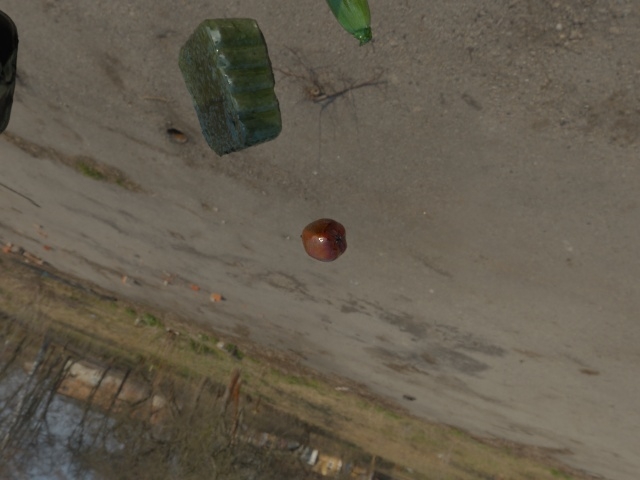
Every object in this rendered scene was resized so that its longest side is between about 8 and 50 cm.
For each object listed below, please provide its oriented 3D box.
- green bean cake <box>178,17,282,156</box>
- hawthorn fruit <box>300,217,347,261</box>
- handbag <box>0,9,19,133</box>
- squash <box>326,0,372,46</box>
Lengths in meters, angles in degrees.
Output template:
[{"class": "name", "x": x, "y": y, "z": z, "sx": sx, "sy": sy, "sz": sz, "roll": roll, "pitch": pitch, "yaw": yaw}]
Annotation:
[{"class": "green bean cake", "x": -0.141, "y": -0.232, "z": 0.713, "sx": 0.183, "sy": 0.094, "sz": 0.184, "roll": 8, "pitch": 113, "yaw": 59}, {"class": "hawthorn fruit", "x": 0.000, "y": 0.000, "z": 0.839, "sx": 0.093, "sy": 0.081, "sz": 0.081, "roll": -1, "pitch": 148, "yaw": 42}, {"class": "handbag", "x": -0.448, "y": -0.171, "z": 0.264, "sx": 0.317, "sy": 0.180, "sz": 0.416, "roll": 15, "pitch": -173, "yaw": -8}, {"class": "squash", "x": 0.037, "y": -0.726, "z": 1.238, "sx": 0.107, "sy": 0.107, "sz": 0.394, "roll": -13, "pitch": 109, "yaw": 51}]
